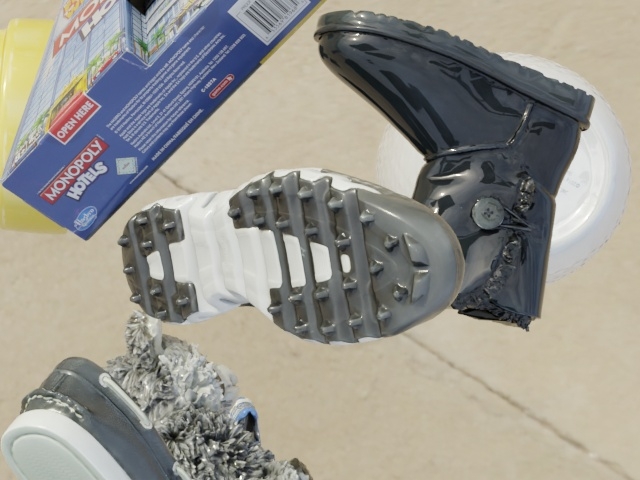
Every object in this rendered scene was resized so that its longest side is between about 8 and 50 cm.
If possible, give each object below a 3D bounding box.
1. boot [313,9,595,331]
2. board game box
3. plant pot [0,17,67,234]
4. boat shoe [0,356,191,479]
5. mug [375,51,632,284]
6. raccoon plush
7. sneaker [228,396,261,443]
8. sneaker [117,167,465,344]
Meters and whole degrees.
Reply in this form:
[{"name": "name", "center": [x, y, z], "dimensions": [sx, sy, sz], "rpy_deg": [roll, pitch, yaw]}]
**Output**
[{"name": "boot", "center": [0.087, -0.052, 0.952], "dimensions": [0.247, 0.094, 0.207], "rpy_deg": [19, 83, -12]}, {"name": "board game box", "center": [-0.090, -0.128, 0.666], "dimensions": [0.194, 0.194, 0.060], "rpy_deg": [-43, 121, 17]}, {"name": "plant pot", "center": [-0.409, -0.140, 1.402], "dimensions": [0.239, 0.254, 0.254], "rpy_deg": [4, 98, -12]}, {"name": "boat shoe", "center": [-0.137, 0.224, 0.979], "dimensions": [0.114, 0.091, 0.302], "rpy_deg": [-9, 124, 29]}, {"name": "mug", "center": [0.171, -0.107, 1.344], "dimensions": [0.374, 0.328, 0.276], "rpy_deg": [42, 91, -2]}, {"name": "raccoon plush", "center": [-0.196, 0.252, 1.258], "dimensions": [0.299, 0.446, 0.216], "rpy_deg": [47, 113, 8]}, {"name": "sneaker", "center": [-0.106, 0.282, 1.607], "dimensions": [0.052, 0.058, 0.135], "rpy_deg": [-1, 94, -22]}, {"name": "sneaker", "center": [0.000, 0.000, 0.573], "dimensions": [0.106, 0.234, 0.078], "rpy_deg": [-14, 97, -35]}]
